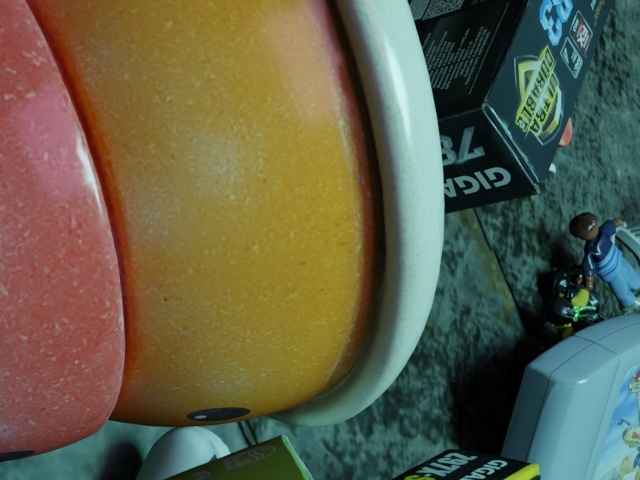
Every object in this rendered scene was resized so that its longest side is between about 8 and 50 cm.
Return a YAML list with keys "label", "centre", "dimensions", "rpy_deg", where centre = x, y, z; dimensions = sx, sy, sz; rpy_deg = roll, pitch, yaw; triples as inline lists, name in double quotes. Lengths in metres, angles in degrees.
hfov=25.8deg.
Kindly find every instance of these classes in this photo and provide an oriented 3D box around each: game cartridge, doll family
- label: "game cartridge"
  centre: [0.251, 0.161, 1.188]
  dimensions: [0.297, 0.062, 0.198]
  rpy_deg: [-4, 117, -50]
- label: "doll family"
  centre: [0.232, 0.060, 1.244]
  dimensions: [0.111, 0.076, 0.193]
  rpy_deg: [45, 44, -28]

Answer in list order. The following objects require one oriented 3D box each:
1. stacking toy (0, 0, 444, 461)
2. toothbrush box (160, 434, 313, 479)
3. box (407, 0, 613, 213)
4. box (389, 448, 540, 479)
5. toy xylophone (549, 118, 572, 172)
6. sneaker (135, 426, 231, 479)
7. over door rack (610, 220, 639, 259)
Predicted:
- label: "stacking toy"
  centre: [-0.222, -0.007, 0.589]
  dimensions: [0.480, 0.351, 0.350]
  rpy_deg: [-22, 99, -27]
- label: "toothbrush box"
  centre: [-0.104, 0.242, 0.628]
  dimensions: [0.283, 0.122, 0.206]
  rpy_deg: [-19, 99, -6]
- label: "box"
  centre: [0.038, -0.125, 0.876]
  dimensions: [0.073, 0.293, 0.295]
  rpy_deg: [50, 46, -28]
- label: "box"
  centre: [0.046, 0.318, 0.873]
  dimensions: [0.257, 0.079, 0.322]
  rpy_deg: [-14, 108, -56]
- label: "toy xylophone"
  centre: [0.112, -0.205, 1.152]
  dimensions: [0.236, 0.081, 0.322]
  rpy_deg: [5, 77, -49]
- label: "sneaker"
  centre: [-0.124, 0.196, 0.756]
  dimensions: [0.153, 0.094, 0.235]
  rpy_deg: [40, 62, -48]
- label: "over door rack"
  centre: [0.462, 0.043, 1.387]
  dimensions: [0.324, 0.239, 0.108]
  rpy_deg: [22, 62, -45]
